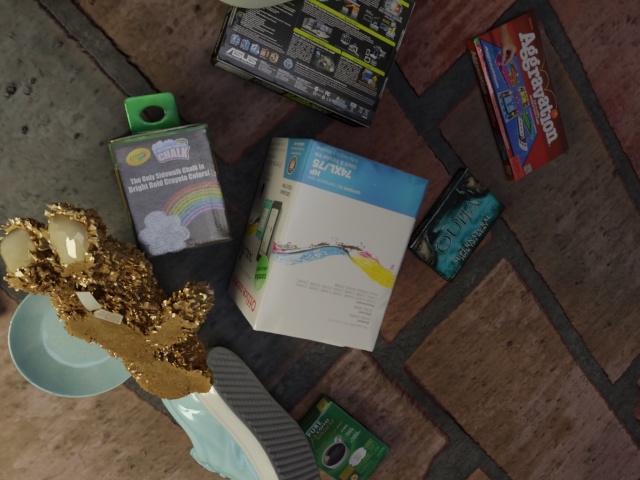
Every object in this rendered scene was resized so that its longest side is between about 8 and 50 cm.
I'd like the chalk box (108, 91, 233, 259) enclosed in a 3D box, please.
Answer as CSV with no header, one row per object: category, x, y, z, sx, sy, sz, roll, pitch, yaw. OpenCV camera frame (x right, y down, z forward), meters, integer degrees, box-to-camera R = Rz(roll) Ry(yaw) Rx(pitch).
chalk box,-0.219,-0.098,0.739,0.132,0.132,0.213,-14,105,-17

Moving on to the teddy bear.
teddy bear,-0.260,0.077,0.689,0.245,0.113,0.338,-32,121,31

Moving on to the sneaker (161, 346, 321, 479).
sneaker,-0.129,0.347,0.871,0.150,0.135,0.366,-27,99,23

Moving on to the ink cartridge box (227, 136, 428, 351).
ink cartridge box,0.000,0.000,0.805,0.197,0.198,0.270,15,95,-23

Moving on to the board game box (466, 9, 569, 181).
board game box,0.382,-0.271,0.988,0.145,0.027,0.282,-30,110,-14

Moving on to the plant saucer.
plant saucer,-0.358,0.139,0.784,0.194,0.037,0.195,-4,102,-19

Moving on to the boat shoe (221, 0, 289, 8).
boat shoe,-0.051,-0.380,0.716,0.219,0.078,0.070,-15,71,-14

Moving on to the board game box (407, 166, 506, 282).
board game box,0.259,-0.028,0.991,0.126,0.026,0.186,37,87,-24

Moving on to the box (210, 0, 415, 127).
box,-0.008,-0.326,0.810,0.269,0.060,0.217,18,94,-23

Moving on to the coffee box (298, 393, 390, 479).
coffee box,0.037,0.386,0.985,0.184,0.040,0.113,43,84,-23
